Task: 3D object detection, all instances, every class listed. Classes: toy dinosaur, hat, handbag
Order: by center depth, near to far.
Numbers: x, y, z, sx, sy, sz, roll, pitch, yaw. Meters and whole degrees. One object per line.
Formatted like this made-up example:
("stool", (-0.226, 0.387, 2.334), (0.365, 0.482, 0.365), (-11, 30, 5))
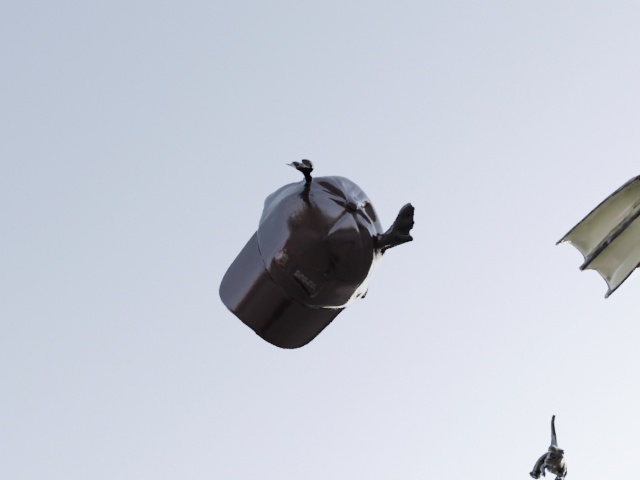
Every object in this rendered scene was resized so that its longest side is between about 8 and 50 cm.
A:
("hat", (-0.002, 0.003, 1.385), (0.238, 0.336, 0.209), (38, -36, -1))
("handbag", (0.629, -0.044, 1.595), (0.358, 0.160, 0.237), (-17, -31, -48))
("toy dinosaur", (0.575, 0.501, 2.063), (0.179, 0.087, 0.187), (-58, -10, -17))
